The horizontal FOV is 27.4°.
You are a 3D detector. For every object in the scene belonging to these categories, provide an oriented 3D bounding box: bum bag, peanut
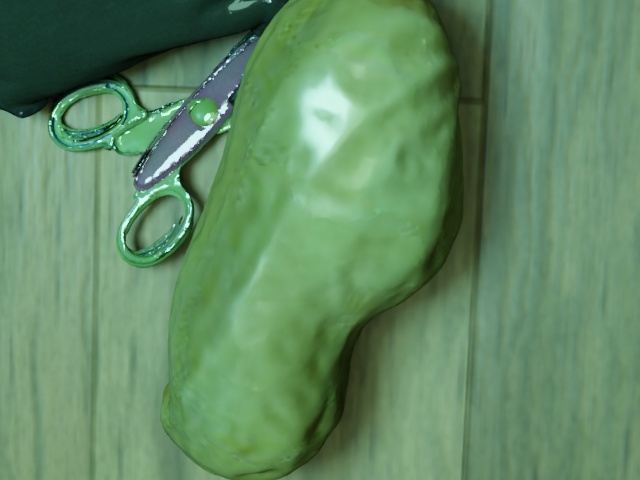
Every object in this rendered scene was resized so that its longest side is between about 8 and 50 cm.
[{"bbox_3d":[-0.116,-0.164,0.793,0.326,0.079,0.142,-13,127,11],"label":"bum bag"},{"bbox_3d":[0.000,0.000,0.771,0.148,0.147,0.318,21,102,8],"label":"peanut"}]

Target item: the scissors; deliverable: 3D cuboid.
[{"bbox_3d":[-0.077,-0.079,0.835,0.187,0.020,0.133,-32,82,11],"label":"scissors"}]
